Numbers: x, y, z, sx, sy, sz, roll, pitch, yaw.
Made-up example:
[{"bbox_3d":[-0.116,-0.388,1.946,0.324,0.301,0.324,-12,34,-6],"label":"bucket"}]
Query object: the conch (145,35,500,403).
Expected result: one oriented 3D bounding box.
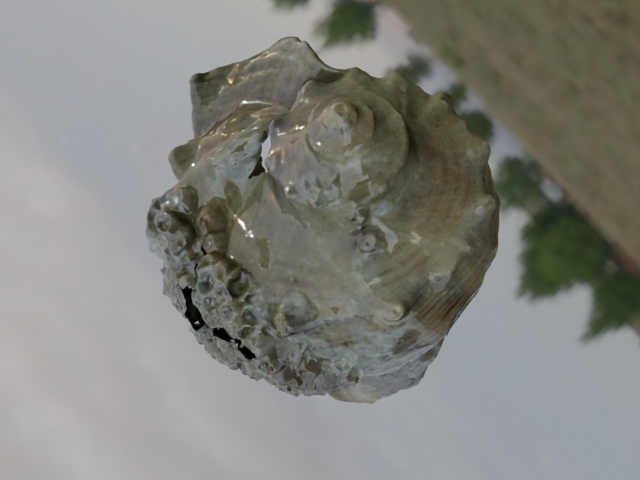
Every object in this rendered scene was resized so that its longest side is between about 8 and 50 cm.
[{"bbox_3d":[0.000,0.000,0.895,0.245,0.163,0.178,81,172,-58],"label":"conch"}]
